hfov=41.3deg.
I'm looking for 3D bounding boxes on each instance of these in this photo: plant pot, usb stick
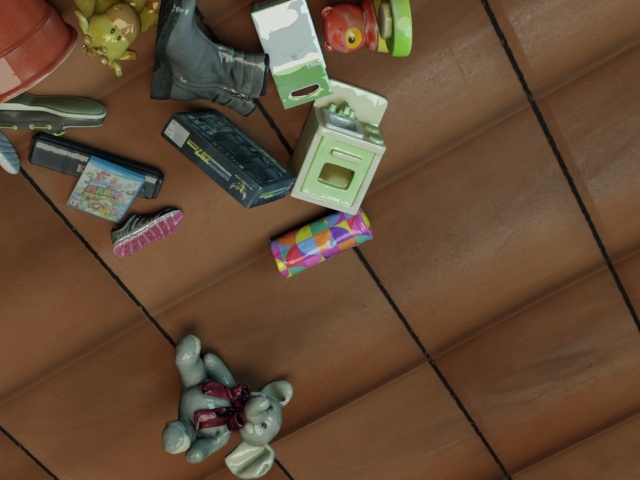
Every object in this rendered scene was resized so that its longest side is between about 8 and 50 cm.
[{"bbox_3d":[-0.608,-0.408,1.463,0.272,0.272,0.265,-22,128,6],"label":"plant pot"},{"bbox_3d":[-0.469,-0.154,1.776,0.278,0.045,0.077,17,120,-17],"label":"usb stick"}]

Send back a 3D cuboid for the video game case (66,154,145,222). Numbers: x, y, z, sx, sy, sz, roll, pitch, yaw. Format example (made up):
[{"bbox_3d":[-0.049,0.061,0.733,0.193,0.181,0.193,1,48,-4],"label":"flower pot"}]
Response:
[{"bbox_3d":[-0.452,-0.105,1.784,0.119,0.015,0.166,22,138,-21],"label":"video game case"}]

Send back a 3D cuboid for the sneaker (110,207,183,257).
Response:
[{"bbox_3d":[-0.384,-0.033,1.847,0.170,0.075,0.063,-31,147,-12],"label":"sneaker"}]

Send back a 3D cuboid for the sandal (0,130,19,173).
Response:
[{"bbox_3d":[-0.699,-0.226,1.675,0.076,0.102,0.265,-26,121,5],"label":"sandal"}]

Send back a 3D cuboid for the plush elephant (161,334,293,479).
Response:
[{"bbox_3d":[-0.205,0.411,2.014,0.255,0.272,0.330,1,149,8],"label":"plush elephant"}]

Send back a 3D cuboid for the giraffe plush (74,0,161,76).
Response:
[{"bbox_3d":[-0.388,-0.403,1.571,0.181,0.170,0.210,27,113,-20],"label":"giraffe plush"}]

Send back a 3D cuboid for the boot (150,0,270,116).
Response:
[{"bbox_3d":[-0.197,-0.358,1.594,0.222,0.118,0.338,8,161,-11],"label":"boot"}]

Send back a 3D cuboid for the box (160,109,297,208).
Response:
[{"bbox_3d":[-0.176,-0.165,1.674,0.232,0.183,0.059,41,112,9],"label":"box"}]

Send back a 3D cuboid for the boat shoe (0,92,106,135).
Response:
[{"bbox_3d":[-0.542,-0.248,1.698,0.227,0.081,0.069,6,122,-2],"label":"boat shoe"}]

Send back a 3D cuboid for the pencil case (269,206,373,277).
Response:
[{"bbox_3d":[0.000,0.000,1.895,0.236,0.104,0.104,-24,120,9],"label":"pencil case"}]

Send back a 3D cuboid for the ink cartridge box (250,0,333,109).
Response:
[{"bbox_3d":[-0.056,-0.380,1.687,0.109,0.062,0.209,-18,120,3],"label":"ink cartridge box"}]

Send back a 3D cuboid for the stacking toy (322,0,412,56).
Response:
[{"bbox_3d":[0.069,-0.467,1.533,0.130,0.279,0.309,-9,116,-4],"label":"stacking toy"}]

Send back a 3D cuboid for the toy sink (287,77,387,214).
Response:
[{"bbox_3d":[0.041,-0.194,1.766,0.152,0.131,0.234,17,116,-16],"label":"toy sink"}]
